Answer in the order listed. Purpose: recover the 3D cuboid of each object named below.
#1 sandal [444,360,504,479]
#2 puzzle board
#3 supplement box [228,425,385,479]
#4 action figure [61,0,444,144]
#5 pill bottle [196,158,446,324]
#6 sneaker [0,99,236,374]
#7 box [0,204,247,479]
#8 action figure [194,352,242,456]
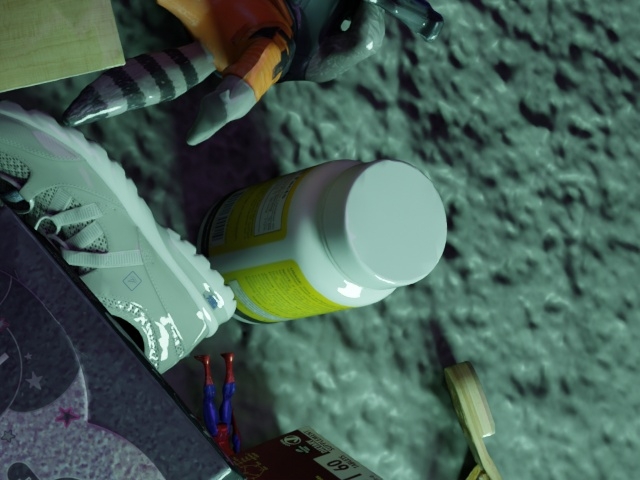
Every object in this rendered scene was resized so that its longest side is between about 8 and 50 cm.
[{"bbox_3d":[0.133,0.232,1.715,0.079,0.088,0.240,-18,85,-4],"label":"sandal"},{"bbox_3d":[-0.213,-0.159,1.386,0.128,0.011,0.096,-13,91,-10],"label":"puzzle board"},{"bbox_3d":[-0.064,0.235,1.519,0.239,0.130,0.073,-18,123,-36],"label":"supplement box"},{"bbox_3d":[-0.096,-0.201,1.555,0.341,0.178,0.330,38,26,19],"label":"action figure"},{"bbox_3d":[0.000,0.000,1.564,0.119,0.208,0.119,6,79,-34],"label":"pill bottle"},{"bbox_3d":[-0.190,0.001,1.497,0.281,0.105,0.115,43,67,-17],"label":"sneaker"},{"bbox_3d":[-0.194,0.124,1.368,0.163,0.142,0.247,-40,80,-5],"label":"box"},{"bbox_3d":[-0.083,0.151,1.591,0.038,0.030,0.115,-3,89,-30],"label":"action figure"}]
